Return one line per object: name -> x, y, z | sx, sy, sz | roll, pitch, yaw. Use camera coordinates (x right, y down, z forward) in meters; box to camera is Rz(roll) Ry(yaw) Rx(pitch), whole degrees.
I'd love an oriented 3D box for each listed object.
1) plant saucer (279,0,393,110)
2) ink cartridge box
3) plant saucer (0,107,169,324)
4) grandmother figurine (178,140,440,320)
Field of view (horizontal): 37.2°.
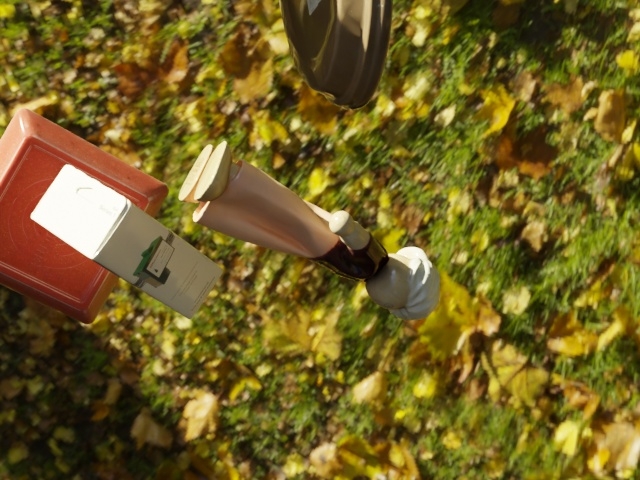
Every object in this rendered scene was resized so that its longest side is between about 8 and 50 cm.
plant saucer -> 0.002, -0.249, 0.816 | 0.041, 0.278, 0.277 | -8, 115, -14
ink cartridge box -> -0.265, 0.004, 1.313 | 0.160, 0.219, 0.092 | 27, 81, 39
plant saucer -> -0.399, -0.027, 1.441 | 0.259, 0.048, 0.258 | 30, 93, -22
grandmother figurine -> 0.000, 0.000, 1.149 | 0.343, 0.208, 0.104 | 29, 90, -20
